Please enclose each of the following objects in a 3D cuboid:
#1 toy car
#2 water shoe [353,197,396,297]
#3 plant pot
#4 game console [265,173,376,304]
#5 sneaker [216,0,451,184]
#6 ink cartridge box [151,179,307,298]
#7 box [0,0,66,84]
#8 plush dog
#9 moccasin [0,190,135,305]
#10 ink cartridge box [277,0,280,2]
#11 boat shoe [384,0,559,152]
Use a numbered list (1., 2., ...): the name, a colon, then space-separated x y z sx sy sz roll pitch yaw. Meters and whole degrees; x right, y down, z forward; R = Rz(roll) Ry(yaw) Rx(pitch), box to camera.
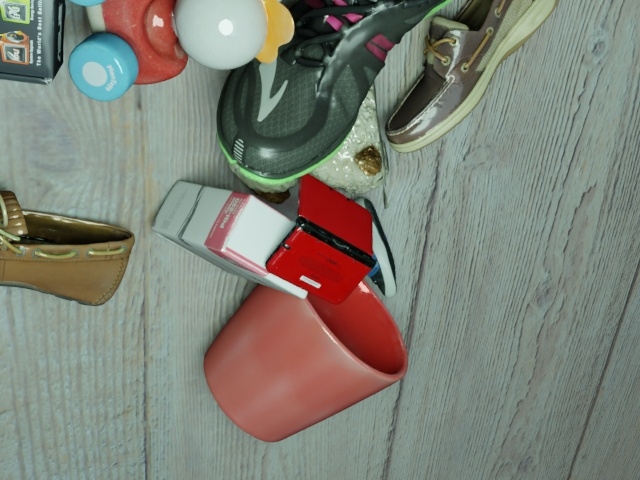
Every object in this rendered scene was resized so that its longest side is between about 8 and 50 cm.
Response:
1. toy car: -0.144 -0.278 0.988 0.238 0.219 0.210 6 123 11
2. water shoe: 0.072 0.016 1.433 0.080 0.073 0.203 -14 124 12
3. plant pot: -0.036 0.175 1.371 0.243 0.275 0.275 -42 128 20
4. game console: 0.000 0.000 1.168 0.144 0.085 0.124 29 108 -36
5. sneaker: 0.033 -0.282 1.066 0.482 0.185 0.202 -54 172 -11
6. ink cartridge box: -0.118 -0.005 1.225 0.159 0.218 0.092 33 77 -35
7. box: -0.429 -0.380 0.896 0.319 0.097 0.394 7 118 -10
8. plush dog: -0.026 -0.135 1.225 0.226 0.210 0.262 -7 127 8
9. moccasin: -0.428 -0.013 1.140 0.380 0.139 0.147 18 111 -32
10. ink cartridge box: -0.067 -0.369 1.065 0.090 0.143 0.092 -44 127 7
11. boat shoe: 0.199 -0.284 1.260 0.342 0.123 0.123 -47 119 5
